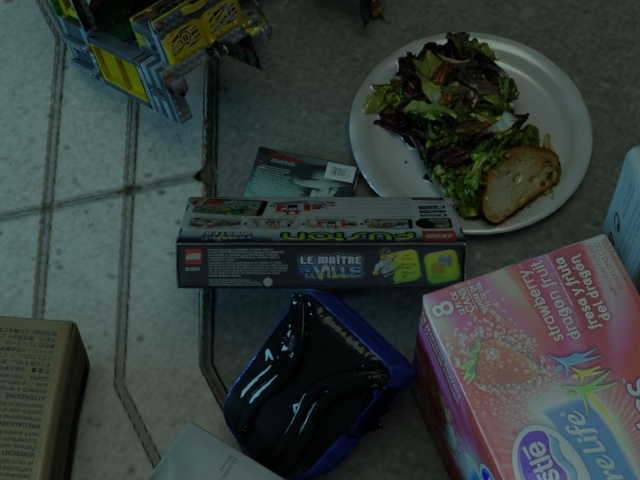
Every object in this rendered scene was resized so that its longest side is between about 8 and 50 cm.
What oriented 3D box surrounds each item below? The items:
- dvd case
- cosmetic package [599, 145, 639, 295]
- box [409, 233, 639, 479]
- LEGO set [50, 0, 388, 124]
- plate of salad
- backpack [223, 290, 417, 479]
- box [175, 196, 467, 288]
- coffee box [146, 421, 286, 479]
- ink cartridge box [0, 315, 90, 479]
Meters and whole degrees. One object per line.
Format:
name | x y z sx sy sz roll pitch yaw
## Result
dvd case | -0.022 -0.016 1.120 0.087 0.013 0.119 11 62 6
cosmetic package | 0.317 0.020 1.022 0.184 0.151 0.151 -9 61 -6
box | 0.181 0.170 0.937 0.142 0.154 0.299 -18 63 -10
LEGO set | -0.082 -0.248 1.110 0.331 0.254 0.192 -29 37 -27
plate of salad | 0.123 -0.096 1.145 0.200 0.048 0.199 0 61 0
backpack | 0.001 0.111 1.002 0.098 0.101 0.120 43 101 25
box | 0.000 0.000 1.045 0.207 0.036 0.114 0 19 0
coffee box | -0.095 0.264 0.913 0.141 0.098 0.246 30 65 16
ink cartridge box | -0.293 0.148 0.984 0.235 0.088 0.193 5 62 2
